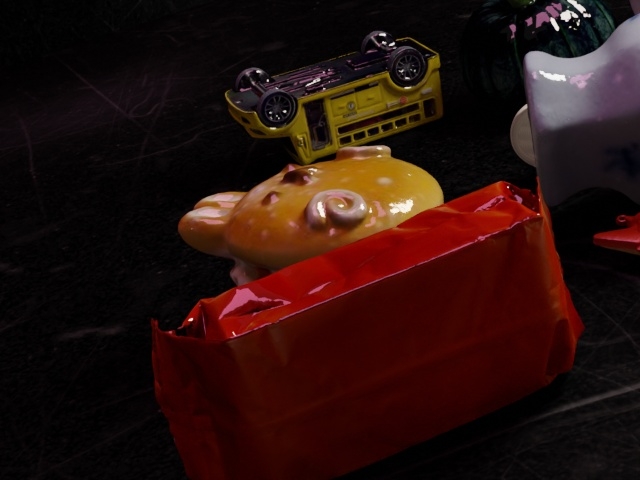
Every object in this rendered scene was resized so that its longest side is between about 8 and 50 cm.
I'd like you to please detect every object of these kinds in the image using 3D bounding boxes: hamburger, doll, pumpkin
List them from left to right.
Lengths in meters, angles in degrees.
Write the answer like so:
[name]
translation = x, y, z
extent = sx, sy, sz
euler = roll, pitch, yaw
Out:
[hamburger]
translation = 0.000, 0.000, 1.500
extent = 0.303, 0.186, 0.261
euler = -6, 23, 29
[pumpkin]
translation = 0.322, -0.324, 1.970
extent = 0.248, 0.248, 0.248
euler = -14, 22, 6
[doll]
translation = 0.397, -0.007, 1.412
extent = 0.169, 0.057, 0.109
euler = 13, 39, 45

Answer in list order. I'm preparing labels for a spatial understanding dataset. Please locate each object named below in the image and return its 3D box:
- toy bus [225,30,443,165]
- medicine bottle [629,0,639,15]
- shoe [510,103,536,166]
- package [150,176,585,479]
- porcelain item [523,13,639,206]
[toy bus]
translation = 0.024, -0.220, 2.053
extent = 0.331, 0.151, 0.145
euler = -19, 28, -12
[medicine bottle]
translation = 0.691, -0.429, 2.005
extent = 0.388, 0.219, 0.219
euler = 6, 31, 41
[shoe]
translation = 0.437, -0.181, 1.713
extent = 0.363, 0.131, 0.160
euler = -5, 25, 15
[package]
translation = 0.052, 0.097, 1.219
extent = 0.424, 0.196, 0.123
euler = -20, 23, -7
[porcelain item]
translation = 0.447, -0.160, 1.503
extent = 0.405, 0.242, 0.178
euler = -8, 49, 9
